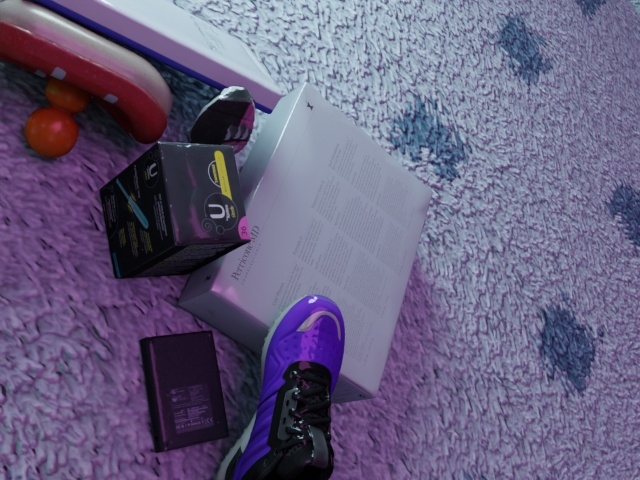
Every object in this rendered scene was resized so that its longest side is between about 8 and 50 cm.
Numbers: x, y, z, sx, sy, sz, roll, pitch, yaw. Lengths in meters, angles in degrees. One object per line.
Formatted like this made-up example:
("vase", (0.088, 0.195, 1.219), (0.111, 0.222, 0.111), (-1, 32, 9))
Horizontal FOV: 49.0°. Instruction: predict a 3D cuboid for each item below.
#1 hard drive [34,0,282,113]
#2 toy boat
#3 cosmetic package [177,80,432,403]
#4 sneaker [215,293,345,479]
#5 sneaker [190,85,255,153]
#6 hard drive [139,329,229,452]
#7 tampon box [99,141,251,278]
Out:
("hard drive", (-0.215, -0.279, 0.898), (0.319, 0.040, 0.210), (21, 23, -33))
("toy boat", (-0.294, -0.168, 0.822), (0.231, 0.151, 0.151), (23, 90, -32))
("cosmetic package", (0.000, 0.000, 1.013), (0.284, 0.097, 0.377), (39, 53, -25))
("sneaker", (-0.022, 0.211, 0.812), (0.102, 0.146, 0.293), (21, 86, -24))
("sneaker", (-0.137, -0.142, 0.908), (0.072, 0.178, 0.077), (18, 51, -22))
("hard drive", (-0.165, 0.180, 0.855), (0.094, 0.022, 0.135), (-1, 75, -40))
("tampon box", (-0.174, -0.031, 0.833), (0.102, 0.161, 0.120), (-3, 76, -41))
